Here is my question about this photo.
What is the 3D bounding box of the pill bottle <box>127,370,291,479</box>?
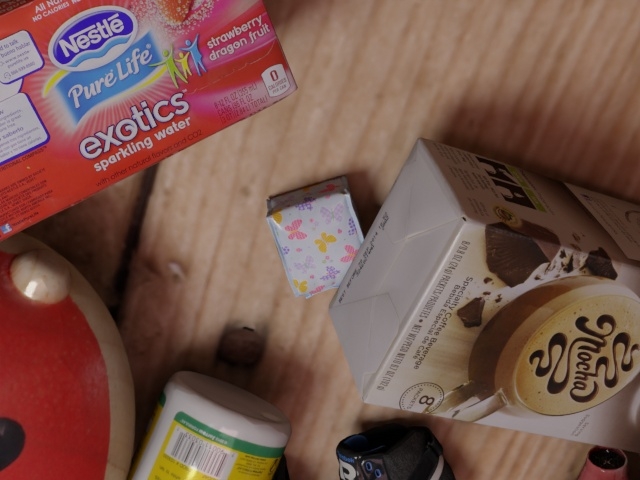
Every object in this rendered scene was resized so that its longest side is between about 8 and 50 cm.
[{"bbox_3d":[-0.115,0.227,0.901,0.117,0.117,0.208,23,92,-17],"label":"pill bottle"}]

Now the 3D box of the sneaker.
[{"bbox_3d":[0.023,0.245,0.951,0.217,0.079,0.121,-39,118,-23],"label":"sneaker"}]

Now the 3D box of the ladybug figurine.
[{"bbox_3d":[-0.320,0.178,0.836,0.305,0.162,0.449,34,117,1],"label":"ladybug figurine"}]

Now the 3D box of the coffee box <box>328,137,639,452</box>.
[{"bbox_3d":[0.181,0.053,0.826,0.297,0.119,0.168,14,120,-23],"label":"coffee box"}]

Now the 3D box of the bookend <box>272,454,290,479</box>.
[{"bbox_3d":[-0.096,0.294,1.010,0.156,0.072,0.157,-8,121,2],"label":"bookend"}]

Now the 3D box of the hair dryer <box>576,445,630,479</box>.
[{"bbox_3d":[0.201,0.308,1.033,0.223,0.080,0.293,32,114,-20],"label":"hair dryer"}]

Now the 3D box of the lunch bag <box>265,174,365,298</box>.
[{"bbox_3d":[0.000,0.000,0.850,0.071,0.053,0.083,-18,111,5],"label":"lunch bag"}]

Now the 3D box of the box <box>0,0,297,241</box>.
[{"bbox_3d":[-0.163,-0.110,0.689,0.257,0.122,0.128,-28,121,-10],"label":"box"}]
